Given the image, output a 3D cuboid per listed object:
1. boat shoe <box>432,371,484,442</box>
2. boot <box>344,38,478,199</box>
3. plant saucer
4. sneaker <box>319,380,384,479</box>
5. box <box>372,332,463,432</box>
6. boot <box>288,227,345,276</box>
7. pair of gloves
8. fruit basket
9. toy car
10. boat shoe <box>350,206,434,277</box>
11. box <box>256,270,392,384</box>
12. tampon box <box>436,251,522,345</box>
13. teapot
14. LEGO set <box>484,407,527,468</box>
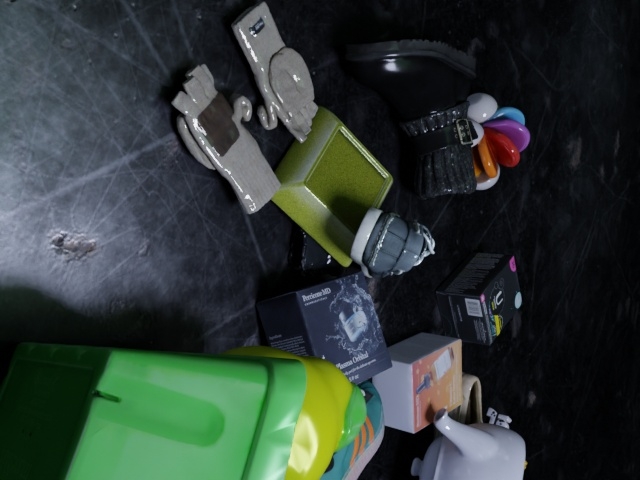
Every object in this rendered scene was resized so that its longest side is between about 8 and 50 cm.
[{"bbox_3d":[0.291,0.404,1.414,0.109,0.098,0.302,-24,111,-45],"label":"boat shoe"},{"bbox_3d":[0.170,-0.199,1.194,0.348,0.131,0.260,-3,97,-48],"label":"boot"},{"bbox_3d":[0.031,-0.088,1.070,0.188,0.045,0.188,43,59,-24],"label":"plant saucer"},{"bbox_3d":[0.022,0.276,1.041,0.302,0.108,0.121,-49,134,-61],"label":"sneaker"},{"bbox_3d":[0.179,0.256,1.277,0.170,0.091,0.130,-14,104,-48],"label":"box"},{"bbox_3d":[0.000,0.000,1.087,0.099,0.045,0.121,13,82,-43],"label":"boot"},{"bbox_3d":[-0.096,-0.181,0.960,0.204,0.042,0.240,53,54,-33],"label":"pair of gloves"},{"bbox_3d":[-0.123,0.222,0.713,0.392,0.392,0.283,35,64,-45],"label":"fruit basket"},{"bbox_3d":[0.346,-0.198,1.391,0.159,0.136,0.182,54,55,-37],"label":"toy car"},{"bbox_3d":[0.127,0.018,1.110,0.116,0.099,0.319,-68,165,0],"label":"boat shoe"},{"bbox_3d":[0.008,0.142,1.039,0.156,0.093,0.158,-14,85,-47],"label":"box"},{"bbox_3d":[0.327,0.116,1.425,0.161,0.101,0.120,-39,122,-40],"label":"tampon box"},{"bbox_3d":[0.257,0.445,1.274,0.252,0.187,0.256,46,58,-74],"label":"teapot"},{"bbox_3d":[0.396,0.501,1.547,0.087,0.093,0.227,45,61,-41],"label":"LEGO set"}]
